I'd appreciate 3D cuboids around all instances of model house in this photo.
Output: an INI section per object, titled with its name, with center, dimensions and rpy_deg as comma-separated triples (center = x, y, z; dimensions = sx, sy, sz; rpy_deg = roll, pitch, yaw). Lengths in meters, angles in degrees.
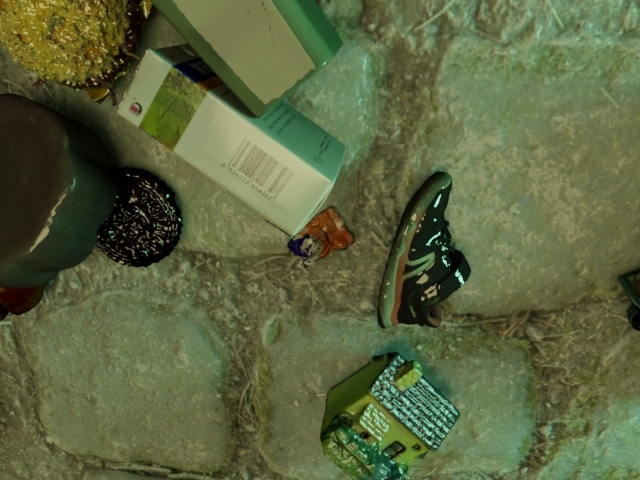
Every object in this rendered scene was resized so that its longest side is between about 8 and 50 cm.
[model house]
center = 0.140, 0.330, 1.026
dimensions = 0.194, 0.170, 0.211
rpy_deg = 44, 112, -9

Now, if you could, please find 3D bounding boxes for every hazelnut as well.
[hazelnut]
center = -0.625, 0.068, 1.035
dimensions = 0.203, 0.178, 0.178
rpy_deg = -18, 113, -14

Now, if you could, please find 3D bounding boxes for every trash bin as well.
[trash bin]
center = -0.132, -0.351, 0.743
dimensions = 0.158, 0.223, 0.343
rpy_deg = -32, 108, 20

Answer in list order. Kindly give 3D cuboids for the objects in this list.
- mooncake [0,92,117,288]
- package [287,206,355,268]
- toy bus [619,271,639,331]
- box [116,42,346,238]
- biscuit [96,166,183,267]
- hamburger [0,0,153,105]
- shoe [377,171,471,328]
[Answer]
[mooncake]
center = -0.479, -0.074, 0.899
dimensions = 0.305, 0.154, 0.306
rpy_deg = -2, 82, 14
[package]
center = 0.000, -0.001, 0.976
dimensions = 0.110, 0.033, 0.077
rpy_deg = -36, 81, 7
[toy bus]
center = 0.619, 0.160, 0.892
dimensions = 0.167, 0.138, 0.275
rpy_deg = -32, 107, 19
[box]
center = -0.114, -0.161, 0.828
dimensions = 0.299, 0.200, 0.106
rpy_deg = 36, 113, -7
[biscuit]
center = -0.338, -0.040, 0.999
dimensions = 0.194, 0.053, 0.195
rpy_deg = 3, 113, 7
[hamburger]
center = -0.377, -0.335, 0.827
dimensions = 0.261, 0.139, 0.243
rpy_deg = 32, 114, -5
[shoe]
center = 0.181, 0.034, 0.915
dimensions = 0.137, 0.114, 0.291
rpy_deg = 15, 118, 8
